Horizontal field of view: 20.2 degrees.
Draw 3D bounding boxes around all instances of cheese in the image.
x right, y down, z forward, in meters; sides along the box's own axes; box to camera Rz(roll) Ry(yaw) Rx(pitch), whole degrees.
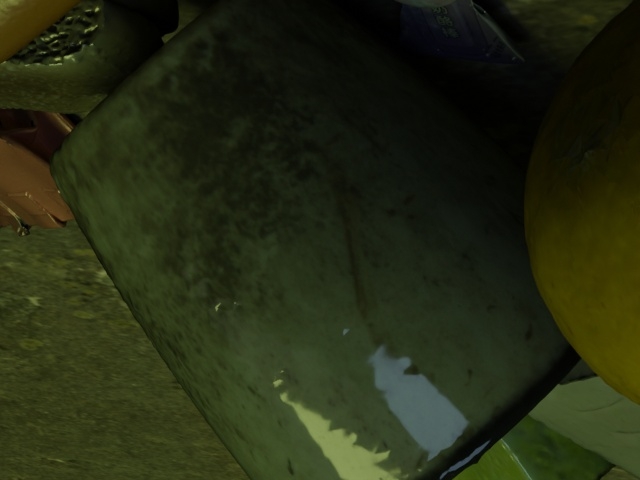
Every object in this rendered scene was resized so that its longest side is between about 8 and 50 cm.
[{"bbox_3d":[0.067,-0.172,1.150,0.105,0.042,0.191,9,155,30],"label":"cheese"}]

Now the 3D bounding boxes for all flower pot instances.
[{"bbox_3d":[0.000,0.000,1.233,0.330,0.293,0.293,50,152,-1],"label":"flower pot"}]

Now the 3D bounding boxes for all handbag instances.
[{"bbox_3d":[-0.283,-0.068,1.640,0.212,0.059,0.157,-5,143,48],"label":"handbag"}]

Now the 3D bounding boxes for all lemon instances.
[{"bbox_3d":[0.262,-0.025,1.010,0.297,0.297,0.297,18,156,9],"label":"lemon"}]

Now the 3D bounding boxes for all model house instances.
[{"bbox_3d":[0.169,0.129,1.619,0.211,0.170,0.194,53,160,1],"label":"model house"}]

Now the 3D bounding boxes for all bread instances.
[{"bbox_3d":[-0.249,-0.153,1.342,0.337,0.102,0.183,3,166,26],"label":"bread"}]

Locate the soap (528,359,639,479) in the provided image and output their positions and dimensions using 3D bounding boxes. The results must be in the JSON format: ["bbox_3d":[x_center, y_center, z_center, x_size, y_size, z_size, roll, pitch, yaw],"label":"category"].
[{"bbox_3d":[0.313,0.093,1.363,0.302,0.159,0.258,28,151,-21],"label":"soap"}]

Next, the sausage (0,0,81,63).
[{"bbox_3d":[-0.203,-0.182,1.163,0.328,0.112,0.112,-31,127,33],"label":"sausage"}]
